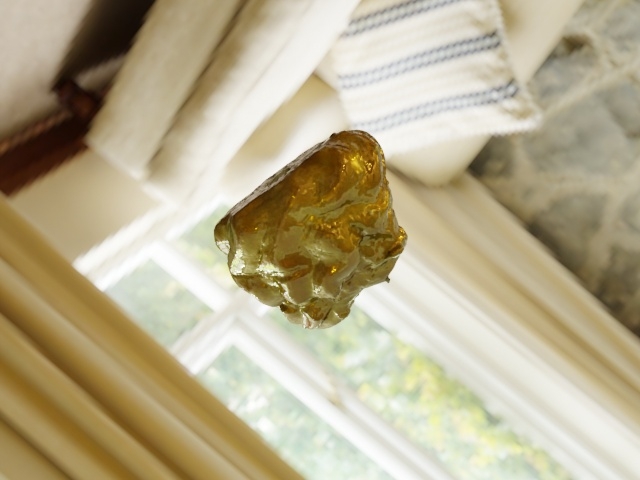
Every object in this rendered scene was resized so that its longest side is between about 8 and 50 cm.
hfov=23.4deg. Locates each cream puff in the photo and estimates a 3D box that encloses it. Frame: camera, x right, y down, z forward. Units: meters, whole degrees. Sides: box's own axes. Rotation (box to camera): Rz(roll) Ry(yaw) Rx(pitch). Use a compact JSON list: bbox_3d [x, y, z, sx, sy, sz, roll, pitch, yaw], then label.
[{"bbox_3d":[0.000,0.000,1.070,0.146,0.116,0.146,-33,-174,4],"label":"cream puff"}]
